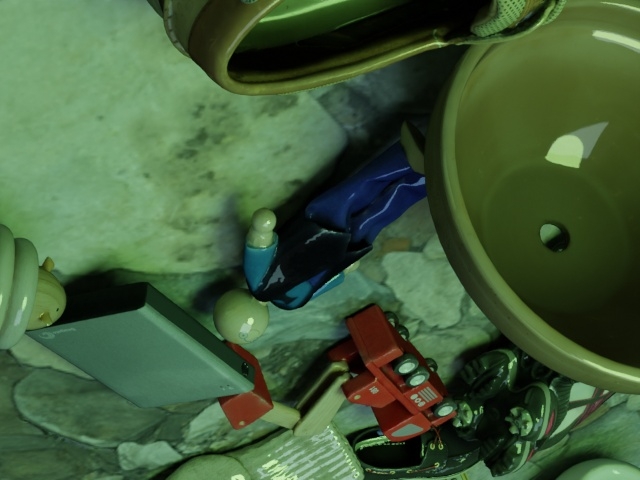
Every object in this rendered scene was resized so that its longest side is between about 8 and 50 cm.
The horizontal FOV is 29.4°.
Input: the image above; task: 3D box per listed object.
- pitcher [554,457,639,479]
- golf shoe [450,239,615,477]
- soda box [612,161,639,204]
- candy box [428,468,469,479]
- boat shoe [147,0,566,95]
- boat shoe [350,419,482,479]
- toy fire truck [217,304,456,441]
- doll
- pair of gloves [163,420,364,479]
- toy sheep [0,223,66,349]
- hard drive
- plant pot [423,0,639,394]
[{"bbox_3d":[0.246,0.296,1.209,0.178,0.125,0.207,-2,151,-3],"label":"pitcher"},{"bbox_3d":[0.205,0.073,0.950,0.120,0.105,0.273,-12,149,-41],"label":"golf shoe"},{"bbox_3d":[0.249,-0.081,0.805,0.061,0.058,0.181,21,124,-42],"label":"soda box"},{"bbox_3d":[0.002,0.312,1.107,0.316,0.087,0.183,-24,146,-1],"label":"candy box"},{"bbox_3d":[0.077,-0.146,0.589,0.324,0.120,0.122,-21,142,-4],"label":"boat shoe"},{"bbox_3d":[0.086,0.175,1.027,0.133,0.049,0.042,-9,148,-12],"label":"boat shoe"},{"bbox_3d":[0.013,0.113,0.917,0.135,0.047,0.192,-30,142,8],"label":"toy fire truck"},{"bbox_3d":[0.000,0.000,0.778,0.189,0.046,0.129,-40,151,20],"label":"doll"},{"bbox_3d":[-0.039,0.274,0.983,0.204,0.042,0.240,-22,101,-1],"label":"pair of gloves"},{"bbox_3d":[-0.204,0.025,0.674,0.132,0.091,0.091,9,131,-28],"label":"toy sheep"},{"bbox_3d":[-0.116,0.071,0.795,0.094,0.022,0.135,-12,147,24],"label":"hard drive"},{"bbox_3d":[0.161,-0.017,0.722,0.237,0.237,0.110,-7,162,-21],"label":"plant pot"}]
